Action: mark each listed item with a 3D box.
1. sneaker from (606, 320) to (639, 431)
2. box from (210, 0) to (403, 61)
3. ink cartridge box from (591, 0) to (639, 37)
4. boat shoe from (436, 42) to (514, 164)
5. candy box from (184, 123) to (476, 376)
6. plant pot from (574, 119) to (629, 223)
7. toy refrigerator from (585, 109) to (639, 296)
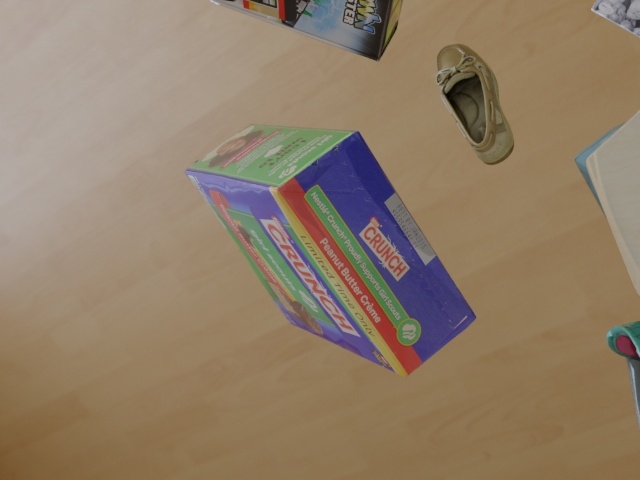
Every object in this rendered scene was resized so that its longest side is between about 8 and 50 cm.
[{"bbox_3d":[0.270,0.051,0.588,0.178,0.124,0.296,11,93,-4],"label":"sneaker"},{"bbox_3d":[0.001,-0.199,0.517,0.114,0.036,0.207,21,143,9],"label":"box"},{"bbox_3d":[0.586,-0.429,1.633,0.206,0.045,0.208,45,115,38],"label":"ink cartridge box"},{"bbox_3d":[0.152,-0.148,1.012,0.056,0.048,0.153,-28,59,25],"label":"boat shoe"},{"bbox_3d":[0.000,0.000,1.172,0.268,0.122,0.317,56,162,-20],"label":"candy box"},{"bbox_3d":[0.479,-0.109,1.308,0.165,0.234,0.166,-24,79,-8],"label":"plant pot"},{"bbox_3d":[0.233,-0.041,0.525,0.094,0.269,0.102,-20,81,-1],"label":"toy refrigerator"}]
